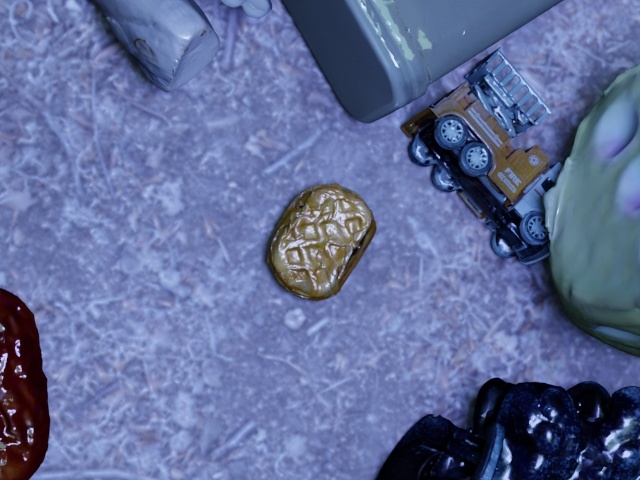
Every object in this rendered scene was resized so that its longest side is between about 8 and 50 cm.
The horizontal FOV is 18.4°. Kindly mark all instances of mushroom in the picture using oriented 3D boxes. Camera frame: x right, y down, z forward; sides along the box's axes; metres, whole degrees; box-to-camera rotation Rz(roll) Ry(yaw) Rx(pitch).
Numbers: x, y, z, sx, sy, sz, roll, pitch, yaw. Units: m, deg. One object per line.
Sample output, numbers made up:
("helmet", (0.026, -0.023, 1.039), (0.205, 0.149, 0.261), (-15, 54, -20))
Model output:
("mushroom", (-0.183, -0.235, 1.760), (0.081, 0.092, 0.223), (-42, 89, 15))

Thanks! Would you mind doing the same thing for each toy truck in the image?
("toy truck", (0.174, -0.074, 1.841), (0.115, 0.080, 0.178), (-42, 94, -23))

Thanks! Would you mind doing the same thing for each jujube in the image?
("jujube", (-0.290, 0.129, 1.696), (0.112, 0.109, 0.176), (-10, 91, 20))

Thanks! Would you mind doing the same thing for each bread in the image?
("bread", (0.000, 0.000, 1.808), (0.083, 0.044, 0.111), (33, 82, -8))

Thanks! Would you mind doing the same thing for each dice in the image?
("dice", (0.370, -0.015, 1.756), (0.254, 0.249, 0.252), (24, 76, -36))

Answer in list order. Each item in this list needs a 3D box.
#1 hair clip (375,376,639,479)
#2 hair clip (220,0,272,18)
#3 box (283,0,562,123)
("hair clip", (0.174, 0.246, 1.764), (0.206, 0.194, 0.310), (35, 77, -16))
("hair clip", (-0.135, -0.288, 1.751), (0.220, 0.140, 0.054), (25, 124, -34))
("box", (0.103, -0.343, 1.797), (0.343, 0.177, 0.352), (-32, 93, -17))
